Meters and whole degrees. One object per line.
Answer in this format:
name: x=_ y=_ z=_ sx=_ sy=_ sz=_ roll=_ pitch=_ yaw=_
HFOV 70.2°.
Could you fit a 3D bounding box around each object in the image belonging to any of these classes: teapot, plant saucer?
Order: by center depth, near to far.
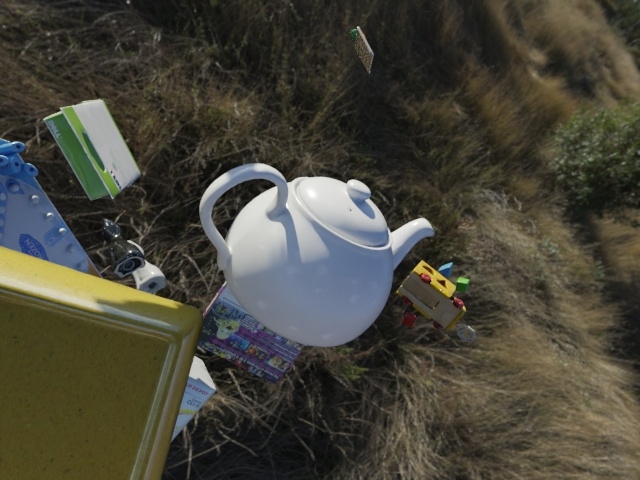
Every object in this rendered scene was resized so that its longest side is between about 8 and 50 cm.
plant saucer: x=-0.296 y=0.185 z=0.477 sx=0.332 sy=0.081 sz=0.333 roll=26 pitch=63 yaw=-33
teapot: x=0.000 y=0.000 z=0.606 sx=0.252 sy=0.187 sz=0.256 roll=35 pitch=27 yaw=5

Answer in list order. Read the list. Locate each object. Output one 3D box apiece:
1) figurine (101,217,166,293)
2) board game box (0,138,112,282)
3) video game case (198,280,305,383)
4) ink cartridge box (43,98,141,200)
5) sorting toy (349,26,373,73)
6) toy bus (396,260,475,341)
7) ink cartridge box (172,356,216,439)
figurine: x=-0.594 y=0.048 z=1.431 sx=0.209 sy=0.092 sz=0.215 roll=48 pitch=-12 yaw=33
board game box: x=-0.532 y=0.086 z=0.748 sx=0.390 sy=0.050 sz=0.390 roll=-69 pitch=149 yaw=-51
video game case: x=-0.138 y=0.188 z=1.009 sx=0.232 sy=0.210 sz=0.042 roll=32 pitch=15 yaw=-16
ink cartridge box: x=-0.482 y=-0.181 z=0.942 sx=0.255 sy=0.097 sz=0.189 roll=-115 pitch=-177 yaw=-69
sorting toy: x=0.071 y=-0.335 z=0.775 sx=0.062 sy=0.012 sz=0.083 roll=81 pitch=-15 yaw=-79
toy bus: x=0.306 y=0.145 z=1.184 sx=0.104 sy=0.190 sz=0.202 roll=-34 pitch=115 yaw=-53
ink cartridge box: x=-0.355 y=0.347 z=1.040 sx=0.176 sy=0.127 sz=0.128 roll=-49 pitch=127 yaw=-4
